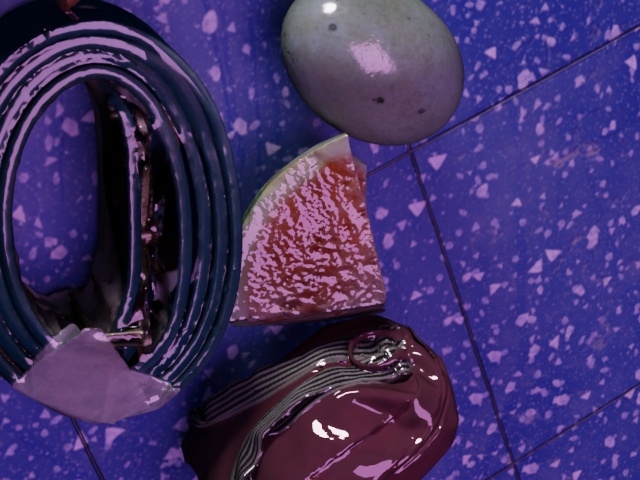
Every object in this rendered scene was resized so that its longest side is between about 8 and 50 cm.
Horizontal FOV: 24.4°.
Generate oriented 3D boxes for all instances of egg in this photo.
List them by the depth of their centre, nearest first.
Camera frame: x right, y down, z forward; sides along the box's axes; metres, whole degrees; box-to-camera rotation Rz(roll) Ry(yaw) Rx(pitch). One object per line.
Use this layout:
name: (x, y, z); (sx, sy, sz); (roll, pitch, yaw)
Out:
egg: (0.057, -0.196, 1.619); (0.236, 0.169, 0.169); (35, 91, -39)

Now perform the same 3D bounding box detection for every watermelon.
watermelon: (0.000, 0.000, 1.661); (0.256, 0.176, 0.260); (-25, 111, -48)

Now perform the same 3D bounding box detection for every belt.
belt: (-0.243, -0.028, 1.527); (0.300, 0.173, 0.436); (-9, 109, -15)

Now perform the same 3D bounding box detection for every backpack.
backpack: (0.003, 0.221, 1.662); (0.317, 0.283, 0.197); (-41, 122, 5)

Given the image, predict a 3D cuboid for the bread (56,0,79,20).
bread: (-0.266, -0.330, 1.372); (0.123, 0.190, 0.244); (-40, 99, -11)
